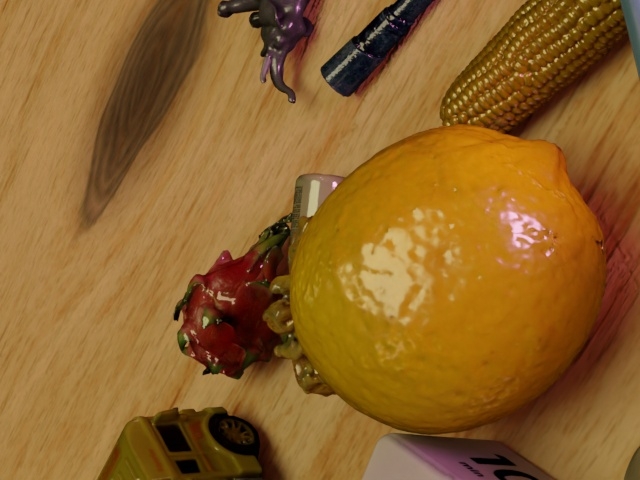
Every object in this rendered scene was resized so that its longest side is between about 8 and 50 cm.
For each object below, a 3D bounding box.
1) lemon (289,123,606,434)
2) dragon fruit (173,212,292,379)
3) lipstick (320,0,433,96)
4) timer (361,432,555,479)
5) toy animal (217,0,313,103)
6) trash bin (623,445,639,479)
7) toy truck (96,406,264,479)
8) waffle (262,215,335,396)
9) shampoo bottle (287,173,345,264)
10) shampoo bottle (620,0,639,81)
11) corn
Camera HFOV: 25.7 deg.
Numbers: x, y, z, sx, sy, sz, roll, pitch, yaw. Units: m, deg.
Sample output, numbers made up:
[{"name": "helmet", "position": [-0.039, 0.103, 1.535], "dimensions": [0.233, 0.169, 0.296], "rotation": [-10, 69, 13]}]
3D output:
[{"name": "lemon", "position": [0.133, 0.043, 1.469], "dimensions": [0.336, 0.336, 0.336], "rotation": [-11, 74, 43]}, {"name": "dragon fruit", "position": [-0.094, 0.071, 1.819], "dimensions": [0.236, 0.135, 0.137], "rotation": [-50, 43, 3]}, {"name": "lipstick", "position": [0.098, -0.275, 1.758], "dimensions": [0.234, 0.053, 0.053], "rotation": [-42, 55, 25]}, {"name": "timer", "position": [0.151, 0.328, 1.470], "dimensions": [0.192, 0.195, 0.194], "rotation": [31, 105, 44]}, {"name": "toy animal", "position": [-0.066, -0.314, 1.895], "dimensions": [0.137, 0.082, 0.269], "rotation": [1, 82, 46]}, {"name": "trash bin", "position": [0.393, 0.313, 1.292], "dimensions": [0.247, 0.121, 0.243], "rotation": [11, 90, 47]}, {"name": "toy truck", "position": [-0.134, 0.388, 1.707], "dimensions": [0.180, 0.254, 0.405], "rotation": [-59, 45, 24]}, {"name": "waffle", "position": [0.016, 0.072, 1.639], "dimensions": [0.057, 0.219, 0.229], "rotation": [-17, 71, 39]}, {"name": "shampoo bottle", "position": [0.000, 0.000, 1.768], "dimensions": [0.079, 0.079, 0.162], "rotation": [0, 81, 45]}, {"name": "shampoo bottle", "position": [0.357, -0.195, 1.416], "dimensions": [0.061, 0.104, 0.258], "rotation": [-11, 95, 56]}, {"name": "corn", "position": [0.248, -0.213, 1.552], "dimensions": [0.305, 0.106, 0.106], "rotation": [-45, 54, 31]}]
